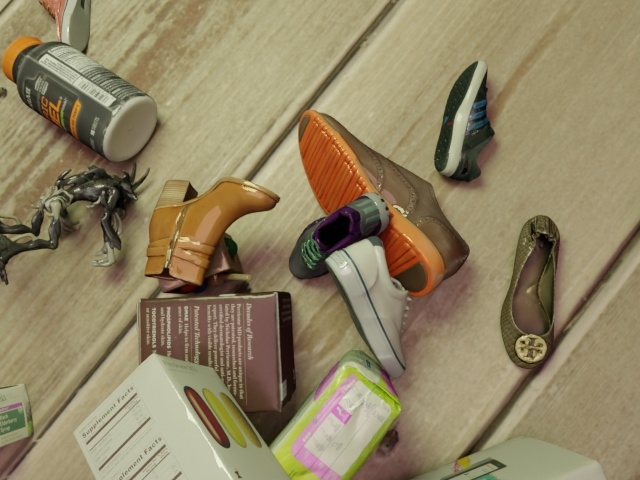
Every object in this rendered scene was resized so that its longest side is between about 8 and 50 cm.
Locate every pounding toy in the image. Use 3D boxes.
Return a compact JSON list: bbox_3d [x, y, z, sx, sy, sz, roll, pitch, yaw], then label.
[{"bbox_3d":[-0.179,0.043,0.832,0.141,0.130,0.100,-20,82,1],"label":"pounding toy"}]

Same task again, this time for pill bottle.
[{"bbox_3d":[-0.413,-0.248,0.883,0.246,0.130,0.130,33,86,7],"label":"pill bottle"}]

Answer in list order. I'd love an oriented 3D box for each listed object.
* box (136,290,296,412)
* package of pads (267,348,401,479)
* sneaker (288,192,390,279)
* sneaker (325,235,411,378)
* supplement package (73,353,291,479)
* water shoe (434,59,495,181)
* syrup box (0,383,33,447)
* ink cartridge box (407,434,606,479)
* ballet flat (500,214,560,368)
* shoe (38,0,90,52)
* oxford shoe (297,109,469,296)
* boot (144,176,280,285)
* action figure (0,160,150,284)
[{"bbox_3d":[-0.150,0.166,0.795,0.203,0.168,0.167,-4,83,3],"label":"box"},{"bbox_3d":[-0.012,0.299,0.741,0.101,0.229,0.296,39,87,7],"label":"package of pads"},{"bbox_3d":[0.000,0.000,0.790,0.224,0.098,0.083,-40,76,41],"label":"sneaker"},{"bbox_3d":[0.096,0.107,0.774,0.091,0.094,0.258,-29,126,-6],"label":"sneaker"},{"bbox_3d":[-0.141,0.270,0.592,0.134,0.139,0.244,-45,62,0],"label":"supplement package"},{"bbox_3d":[0.253,-0.198,0.877,0.080,0.073,0.203,18,88,-16],"label":"water shoe"},{"bbox_3d":[-0.609,0.311,0.843,0.237,0.093,0.096,-15,82,1],"label":"syrup box"},{"bbox_3d":[0.242,0.419,0.704,0.270,0.197,0.198,-16,82,-11],"label":"ink cartridge box"},{"bbox_3d":[0.343,0.080,0.832,0.084,0.058,0.249,10,84,5],"label":"ballet flat"},{"bbox_3d":[-0.471,-0.418,0.944,0.081,0.063,0.177,-1,78,5],"label":"shoe"},{"bbox_3d":[0.094,-0.078,0.856,0.133,0.130,0.363,-26,73,-33],"label":"oxford shoe"},{"bbox_3d":[-0.158,-0.009,0.752,0.197,0.073,0.152,1,69,21],"label":"boot"},{"bbox_3d":[-0.405,-0.037,0.853,0.164,0.140,0.276,31,45,32],"label":"action figure"}]
